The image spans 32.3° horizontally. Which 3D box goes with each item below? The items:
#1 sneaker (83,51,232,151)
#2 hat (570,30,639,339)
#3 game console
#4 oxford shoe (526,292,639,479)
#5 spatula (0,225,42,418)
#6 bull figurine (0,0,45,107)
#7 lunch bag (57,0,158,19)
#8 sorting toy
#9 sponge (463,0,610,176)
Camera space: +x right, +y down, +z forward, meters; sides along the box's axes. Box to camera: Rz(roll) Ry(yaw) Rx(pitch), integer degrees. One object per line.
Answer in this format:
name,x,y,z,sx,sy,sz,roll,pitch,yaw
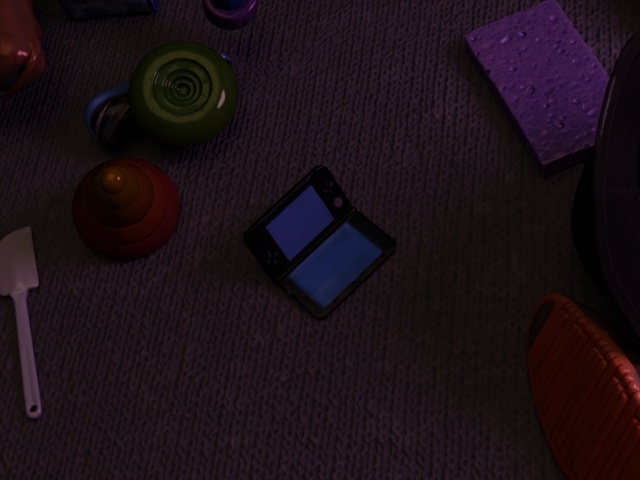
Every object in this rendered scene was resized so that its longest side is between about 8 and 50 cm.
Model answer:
sneaker,-0.186,-0.164,1.315,0.188,0.067,0.078,-29,79,-8
hat,0.324,-0.034,1.054,0.134,0.331,0.331,-9,45,57
game console,0.000,0.000,1.167,0.122,0.107,0.071,-43,32,-15
oxford shoe,0.310,0.186,0.982,0.132,0.130,0.364,-4,44,-29
spatula,-0.386,0.104,1.216,0.168,0.019,0.242,-14,58,-3
bull figurine,-0.421,-0.283,1.380,0.188,0.101,0.310,-36,48,19
lunch bag,-0.275,-0.369,1.430,0.129,0.096,0.151,-4,68,10
sorting toy,-0.165,-0.159,1.216,0.127,0.126,0.365,24,78,3
sponge,0.256,-0.174,1.239,0.117,0.031,0.210,-23,58,-2
